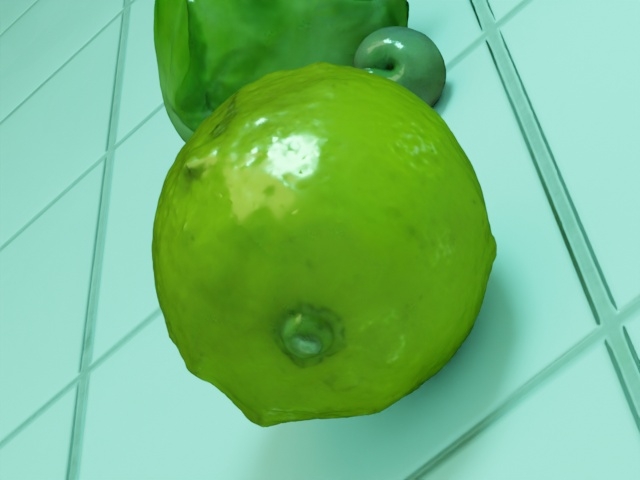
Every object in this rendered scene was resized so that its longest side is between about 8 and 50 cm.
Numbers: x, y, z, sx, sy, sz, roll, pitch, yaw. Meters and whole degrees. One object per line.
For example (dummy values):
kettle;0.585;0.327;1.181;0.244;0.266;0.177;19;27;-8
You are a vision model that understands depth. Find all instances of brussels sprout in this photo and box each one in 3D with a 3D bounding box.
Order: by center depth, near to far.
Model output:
brussels sprout;-0.037;-0.219;1.576;0.259;0.227;0.294;-110;31;-76

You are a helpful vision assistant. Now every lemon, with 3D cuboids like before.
lemon;0.000;0.000;1.147;0.233;0.233;0.288;-39;22;16

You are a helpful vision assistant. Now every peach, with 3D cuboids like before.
peach;0.067;-0.141;1.456;0.083;0.083;0.083;-38;24;20
